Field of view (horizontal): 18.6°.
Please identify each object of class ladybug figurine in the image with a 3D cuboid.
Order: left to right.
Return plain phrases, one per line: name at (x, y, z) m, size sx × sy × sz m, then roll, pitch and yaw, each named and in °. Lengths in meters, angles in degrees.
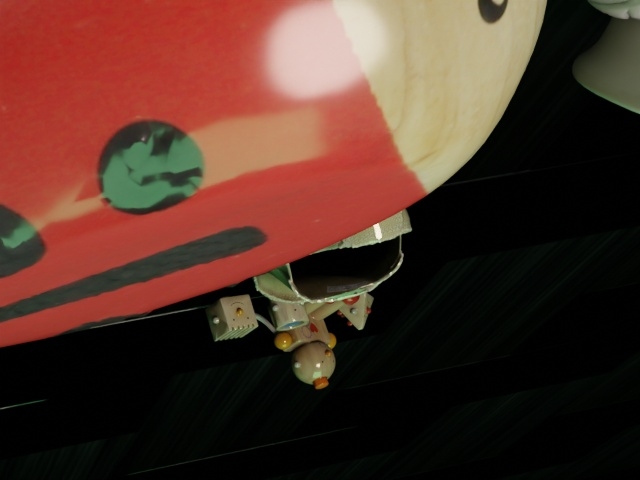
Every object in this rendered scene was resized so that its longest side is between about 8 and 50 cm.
ladybug figurine at (-0.101, -0.059, 0.878) m, size 0.449 × 0.161 × 0.305 m, roll -18°, pitch 164°, yaw 11°

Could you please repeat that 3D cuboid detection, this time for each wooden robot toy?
wooden robot toy at (-0.009, 0.078, 1.566) m, size 0.076 × 0.079 × 0.173 m, roll -28°, pitch 160°, yaw 36°

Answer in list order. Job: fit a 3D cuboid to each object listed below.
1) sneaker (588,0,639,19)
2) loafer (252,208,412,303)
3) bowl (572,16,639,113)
sneaker at (0.148, -0.187, 0.861) m, size 0.115 × 0.105 × 0.281 m, roll 24°, pitch 163°, yaw -4°
loafer at (0.000, 0.000, 1.289) m, size 0.102 × 0.092 × 0.268 m, roll -13°, pitch 164°, yaw -10°
bowl at (0.286, -0.117, 0.994) m, size 0.298 × 0.134 × 0.298 m, roll 10°, pitch -166°, yaw -3°
